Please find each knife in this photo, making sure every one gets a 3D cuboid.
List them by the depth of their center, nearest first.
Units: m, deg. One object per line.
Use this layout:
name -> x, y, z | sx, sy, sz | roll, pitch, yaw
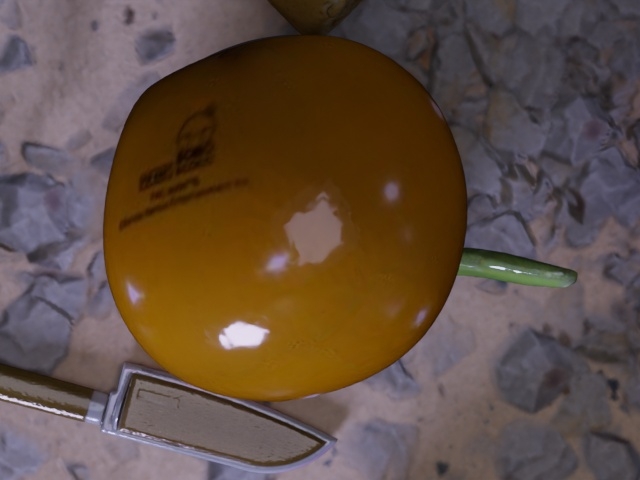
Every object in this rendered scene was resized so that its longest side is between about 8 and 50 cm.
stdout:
knife -> -0.115, 0.097, 1.106 | 0.256, 0.022, 0.046 | 15, 89, -4

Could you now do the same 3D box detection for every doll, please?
doll -> 0.000, 0.000, 1.034 | 0.236, 0.213, 0.213 | 26, 93, -43

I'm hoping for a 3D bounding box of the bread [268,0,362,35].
bread -> 0.023, -0.190, 1.045 | 0.073, 0.122, 0.149 | 44, 90, -1
